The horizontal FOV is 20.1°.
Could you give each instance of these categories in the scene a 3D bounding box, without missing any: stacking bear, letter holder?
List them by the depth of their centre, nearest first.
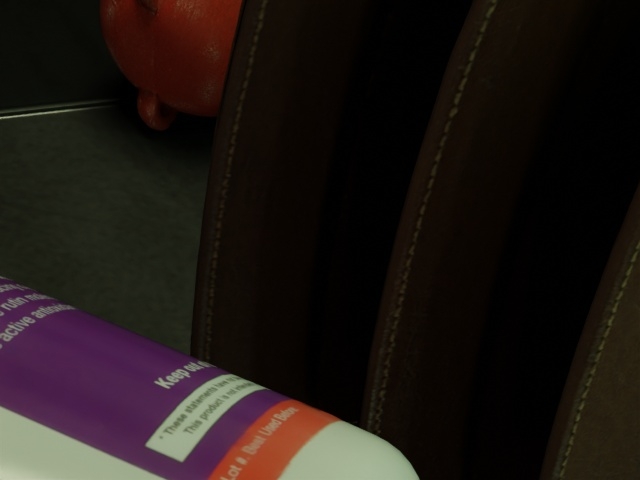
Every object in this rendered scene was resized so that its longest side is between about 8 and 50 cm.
[{"bbox_3d":[0.081,-0.003,0.665,0.214,0.302,0.152,-8,40,-26],"label":"letter holder"},{"bbox_3d":[-0.014,-0.170,1.010,0.164,0.175,0.289,26,44,15],"label":"stacking bear"}]

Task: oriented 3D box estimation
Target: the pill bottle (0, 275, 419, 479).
[{"bbox_3d":[-0.141,0.092,0.570,0.323,0.182,0.181,22,36,14],"label":"pill bottle"}]
